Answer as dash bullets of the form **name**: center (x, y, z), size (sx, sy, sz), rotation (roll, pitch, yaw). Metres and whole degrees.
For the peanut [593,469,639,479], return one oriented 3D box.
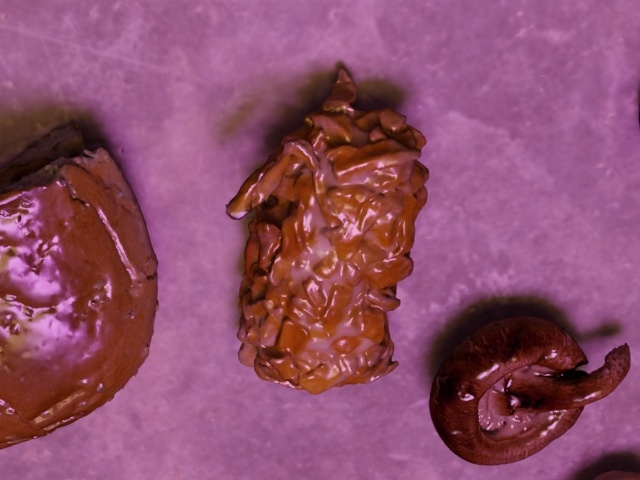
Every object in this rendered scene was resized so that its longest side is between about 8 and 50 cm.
- **peanut**: center (0.248, 0.343, 1.376), size (0.130, 0.130, 0.290), rotation (1, 88, -3)

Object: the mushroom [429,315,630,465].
- **mushroom**: center (0.172, 0.116, 1.316), size (0.171, 0.080, 0.135), rotation (-15, 132, 6)

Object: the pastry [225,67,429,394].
- **pastry**: center (0.000, 0.000, 1.227), size (0.154, 0.102, 0.250), rotation (2, 122, -7)

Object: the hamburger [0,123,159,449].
- **hamburger**: center (-0.258, 0.060, 1.238), size (0.309, 0.132, 0.211), rotation (-26, 115, 11)

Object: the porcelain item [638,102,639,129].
- **porcelain item**: center (0.314, -0.080, 1.186), size (0.147, 0.114, 0.147), rotation (-2, 122, -3)
